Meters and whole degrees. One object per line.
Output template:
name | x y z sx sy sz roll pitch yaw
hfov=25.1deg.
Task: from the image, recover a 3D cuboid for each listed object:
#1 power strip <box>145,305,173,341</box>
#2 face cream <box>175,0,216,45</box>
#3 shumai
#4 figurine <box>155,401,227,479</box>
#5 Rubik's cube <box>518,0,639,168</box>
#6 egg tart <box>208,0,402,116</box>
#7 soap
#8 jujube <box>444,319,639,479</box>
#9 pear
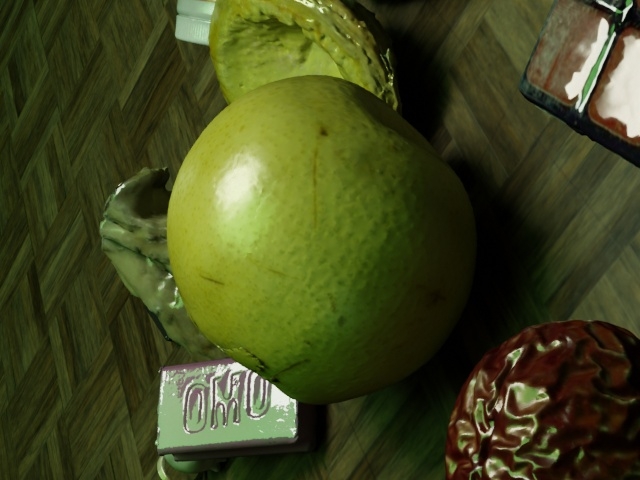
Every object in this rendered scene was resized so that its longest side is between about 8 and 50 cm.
power strip | -0.234 0.114 2.188 0.111 0.029 0.038 48 118 52
face cream | -0.088 -0.352 1.939 0.201 0.201 0.187 25 109 59
shumai | -0.170 0.026 1.893 0.267 0.262 0.314 -24 60 55
figurine | -0.175 0.276 1.955 0.154 0.132 0.132 116 150 -45
Rubik's cube | 0.398 -0.159 0.942 0.344 0.337 0.344 48 120 55
egg tart | -0.004 -0.207 1.774 0.315 0.120 0.315 28 137 30
soap | -0.104 0.209 1.807 0.203 0.065 0.122 -9 68 23
jujube | 0.213 0.193 1.254 0.213 0.213 0.232 -35 51 49
pear | 0.000 0.000 1.542 0.348 0.348 0.348 -30 53 51
